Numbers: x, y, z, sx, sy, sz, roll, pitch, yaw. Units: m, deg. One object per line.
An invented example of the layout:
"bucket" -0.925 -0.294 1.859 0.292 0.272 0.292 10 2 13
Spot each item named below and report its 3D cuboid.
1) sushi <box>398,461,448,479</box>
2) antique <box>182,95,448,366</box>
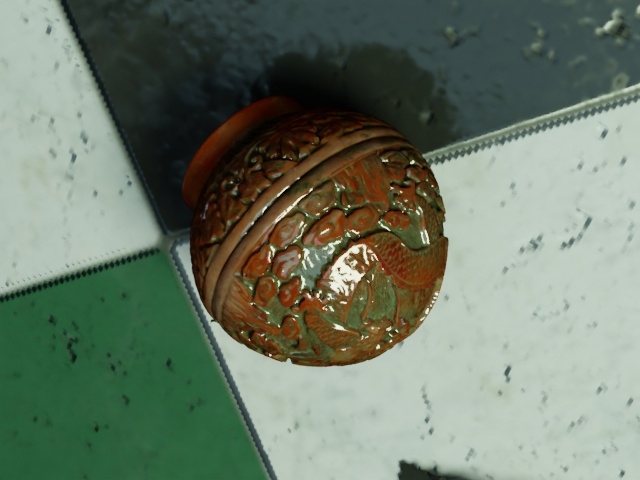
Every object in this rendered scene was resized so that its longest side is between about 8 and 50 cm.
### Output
"sushi" 0.122 0.301 0.530 0.320 0.068 0.340 23 117 27
"antique" 0.000 0.000 0.480 0.104 0.104 0.104 3 112 8
